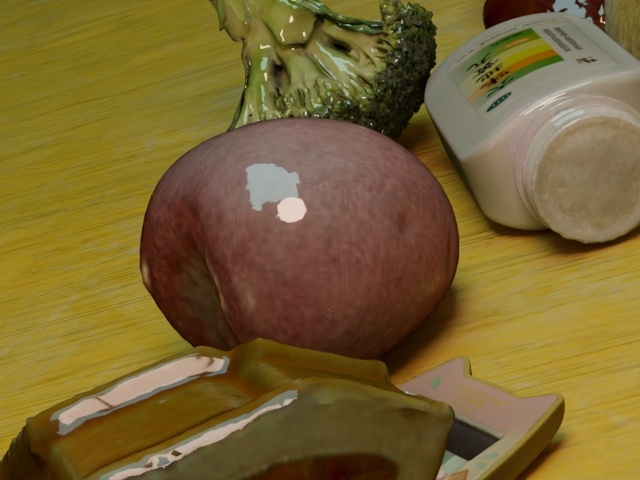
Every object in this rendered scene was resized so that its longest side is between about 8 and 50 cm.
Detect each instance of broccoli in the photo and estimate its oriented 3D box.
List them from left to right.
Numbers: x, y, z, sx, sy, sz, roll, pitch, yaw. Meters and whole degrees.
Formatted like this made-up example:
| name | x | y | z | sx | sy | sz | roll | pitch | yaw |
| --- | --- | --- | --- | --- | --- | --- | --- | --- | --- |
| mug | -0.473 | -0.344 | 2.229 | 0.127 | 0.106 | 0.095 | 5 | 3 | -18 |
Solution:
| name | x | y | z | sx | sy | sz | roll | pitch | yaw |
| --- | --- | --- | --- | --- | --- | --- | --- | --- | --- |
| broccoli | -0.025 | -0.237 | 1.688 | 0.252 | 0.361 | 0.221 | -14 | -8 | -4 |

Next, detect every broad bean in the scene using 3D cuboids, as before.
| name | x | y | z | sx | sy | sz | roll | pitch | yaw |
| --- | --- | --- | --- | --- | --- | --- | --- | --- | --- |
| broad bean | 0.280 | -0.245 | 1.780 | 0.229 | 0.122 | 0.156 | -4 | 22 | 40 |

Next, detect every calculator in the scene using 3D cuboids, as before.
| name | x | y | z | sx | sy | sz | roll | pitch | yaw |
| --- | --- | --- | --- | --- | --- | --- | --- | --- | --- |
| calculator | 0.039 | 0.157 | 1.103 | 0.237 | 0.033 | 0.157 | -30 | 25 | -22 |

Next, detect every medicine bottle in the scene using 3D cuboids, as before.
| name | x | y | z | sx | sy | sz | roll | pitch | yaw |
| --- | --- | --- | --- | --- | --- | --- | --- | --- | --- |
| medicine bottle | 0.201 | -0.101 | 1.487 | 0.179 | 0.124 | 0.324 | -24 | 22 | 3 |

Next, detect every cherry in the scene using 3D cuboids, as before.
| name | x | y | z | sx | sy | sz | roll | pitch | yaw |
| --- | --- | --- | --- | --- | --- | --- | --- | --- | --- |
| cherry | -0.009 | -0.004 | 1.297 | 0.239 | 0.206 | 0.239 | -28 | 14 | 8 |

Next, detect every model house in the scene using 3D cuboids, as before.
| name | x | y | z | sx | sy | sz | roll | pitch | yaw |
| --- | --- | --- | --- | --- | --- | --- | --- | --- | --- |
| model house | -0.075 | 0.154 | 1.017 | 0.268 | 0.173 | 0.239 | -20 | 18 | -17 |

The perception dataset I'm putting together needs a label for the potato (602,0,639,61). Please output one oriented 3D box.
| name | x | y | z | sx | sy | sz | roll | pitch | yaw |
| --- | --- | --- | --- | --- | --- | --- | --- | --- | --- |
| potato | 0.425 | -0.252 | 1.545 | 0.237 | 0.301 | 0.288 | 11 | 53 | -12 |
